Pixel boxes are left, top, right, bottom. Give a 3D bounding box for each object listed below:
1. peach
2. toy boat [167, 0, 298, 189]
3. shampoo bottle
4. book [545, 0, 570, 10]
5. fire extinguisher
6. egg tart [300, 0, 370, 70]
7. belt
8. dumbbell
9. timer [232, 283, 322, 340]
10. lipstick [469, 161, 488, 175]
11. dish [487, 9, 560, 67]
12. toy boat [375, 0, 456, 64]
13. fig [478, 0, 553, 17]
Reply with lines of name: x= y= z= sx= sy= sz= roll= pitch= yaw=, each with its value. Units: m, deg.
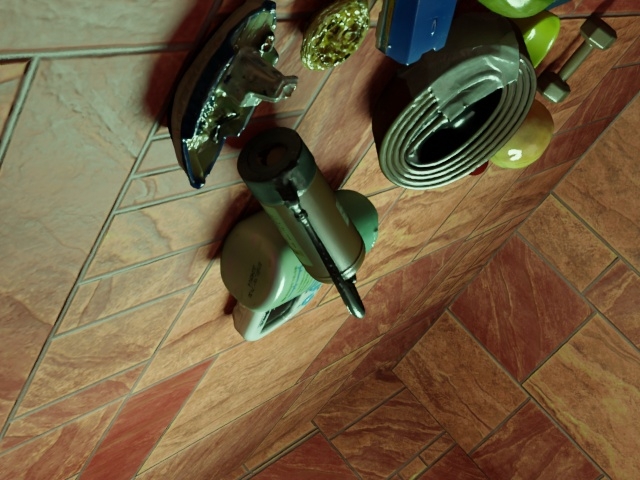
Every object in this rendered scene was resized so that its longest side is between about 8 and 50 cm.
peach: x=0.478 y=-0.267 z=2.079 sx=0.184 sy=0.184 sz=0.184 roll=-38 pitch=162 yaw=-14
toy boat: x=-0.110 y=-0.178 z=1.075 sx=0.262 sy=0.115 sz=0.114 roll=-52 pitch=160 yaw=28
shampoo bottle: x=-0.022 y=0.001 z=1.641 sx=0.350 sy=0.151 sz=0.221 roll=-24 pitch=143 yaw=-45
book: x=0.566 y=-0.631 z=1.615 sx=0.300 sy=0.039 sz=0.428 roll=-31 pitch=159 yaw=-34
fire extinguisher: x=-0.010 y=0.000 z=1.400 sx=0.113 sy=0.200 sz=0.376 roll=-10 pitch=142 yaw=21
egg tart: x=0.015 y=-0.297 z=1.184 sx=0.129 sy=0.049 sz=0.128 roll=-36 pitch=156 yaw=-19
belt: x=0.234 y=-0.244 z=1.515 sx=0.217 sy=0.122 sz=0.338 roll=28 pitch=123 yaw=-27
dumbbell: x=0.641 y=-0.451 z=2.141 sx=0.092 sy=0.082 sz=0.231 roll=-14 pitch=147 yaw=-56
timer: x=-0.081 y=0.097 z=1.847 sx=0.237 sy=0.087 sz=0.262 roll=-31 pitch=159 yaw=-36
lipstick: x=0.356 y=-0.211 z=2.095 sx=0.080 sy=0.080 sz=0.241 roll=-47 pitch=162 yaw=14
dish: x=0.335 y=-0.356 z=1.647 sx=0.262 sy=0.108 sz=0.221 roll=-51 pitch=162 yaw=22
toy boat: x=0.150 y=-0.400 z=1.191 sx=0.129 sy=0.088 sz=0.295 roll=-32 pitch=149 yaw=-30
fig: x=0.302 y=-0.431 z=1.310 sx=0.167 sy=0.167 sz=0.233 roll=-51 pitch=167 yaw=25
